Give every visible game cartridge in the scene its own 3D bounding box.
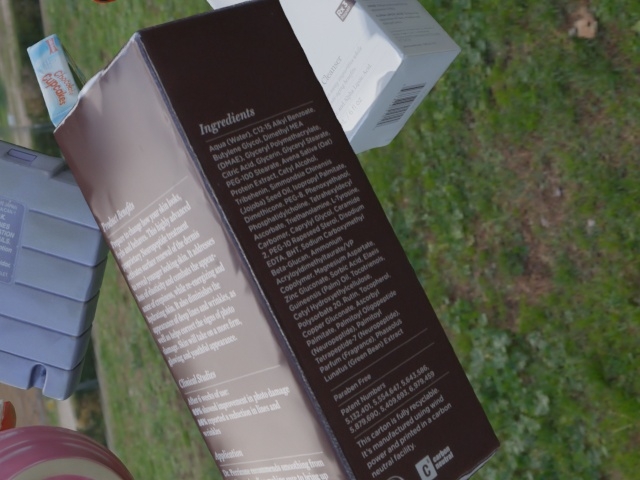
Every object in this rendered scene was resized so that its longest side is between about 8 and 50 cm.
[{"bbox_3d":[-0.382,-0.003,0.874,0.068,0.355,0.230,-72,-1,-77],"label":"game cartridge"}]

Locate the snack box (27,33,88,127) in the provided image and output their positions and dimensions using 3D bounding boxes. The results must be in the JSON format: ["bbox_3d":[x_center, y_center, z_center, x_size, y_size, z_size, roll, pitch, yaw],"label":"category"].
[{"bbox_3d":[-0.370,-0.170,1.533,0.187,0.060,0.322,60,178,37],"label":"snack box"}]

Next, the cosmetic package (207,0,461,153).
[{"bbox_3d":[0.004,-0.343,1.404,0.385,0.156,0.217,50,130,18],"label":"cosmetic package"}]

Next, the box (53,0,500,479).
[{"bbox_3d":[-0.043,0.032,0.708,0.191,0.143,0.381,-25,93,54],"label":"box"}]

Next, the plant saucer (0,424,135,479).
[{"bbox_3d":[-0.318,0.381,1.061,0.084,0.332,0.332,-16,86,42],"label":"plant saucer"}]

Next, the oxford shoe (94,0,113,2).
[{"bbox_3d":[-0.360,-0.583,1.868,0.097,0.271,0.098,86,159,-62],"label":"oxford shoe"}]

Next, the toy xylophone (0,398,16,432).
[{"bbox_3d":[-0.438,0.356,1.289,0.236,0.081,0.322,-104,2,-50],"label":"toy xylophone"}]
